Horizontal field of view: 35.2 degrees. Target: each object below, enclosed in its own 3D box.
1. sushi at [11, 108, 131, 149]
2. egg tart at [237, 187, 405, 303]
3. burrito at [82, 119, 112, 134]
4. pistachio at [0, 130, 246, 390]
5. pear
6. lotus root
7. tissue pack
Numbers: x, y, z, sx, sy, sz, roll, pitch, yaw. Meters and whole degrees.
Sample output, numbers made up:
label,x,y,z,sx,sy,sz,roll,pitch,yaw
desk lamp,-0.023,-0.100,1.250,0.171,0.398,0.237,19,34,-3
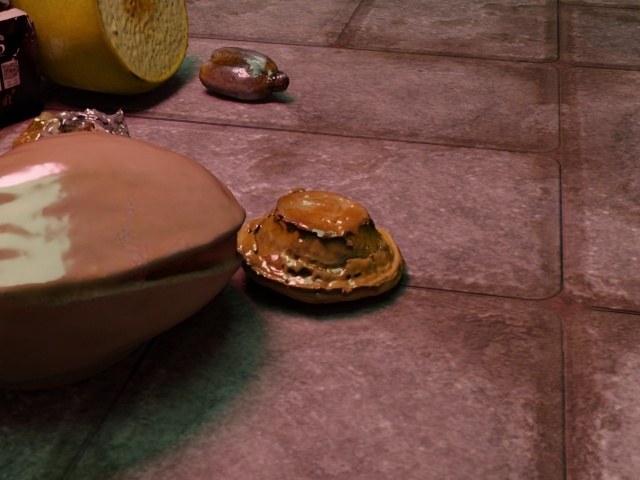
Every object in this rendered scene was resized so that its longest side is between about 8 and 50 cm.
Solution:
label,x,y,z,sx,sy,sz,roll,pitch,yaw
sushi,-0.366,-0.111,1.519,0.184,0.139,0.274,-3,32,-11
egg tart,0.000,0.000,1.370,0.241,0.106,0.241,4,27,-2
burrito,-0.246,-0.075,1.415,0.060,0.226,0.087,-4,60,52
pistachio,-0.287,0.016,1.181,0.365,0.282,0.445,4,13,33
pear,-0.454,-0.396,1.950,0.318,0.239,0.342,0,12,23
lotus root,-0.147,-0.323,1.973,0.192,0.088,0.113,15,47,23
tissue pack,-0.685,-0.291,1.776,0.198,0.210,0.370,20,33,37
